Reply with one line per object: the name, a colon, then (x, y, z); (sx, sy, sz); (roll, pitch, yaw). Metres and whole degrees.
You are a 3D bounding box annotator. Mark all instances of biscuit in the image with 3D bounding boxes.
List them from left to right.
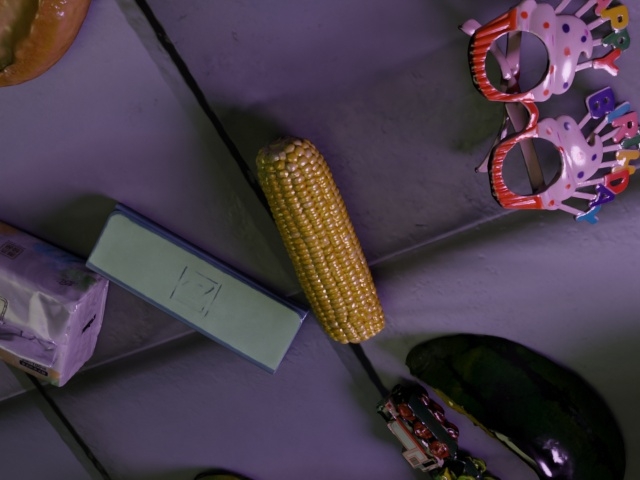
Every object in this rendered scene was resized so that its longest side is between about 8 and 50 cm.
biscuit: (-0.385, -0.303, 1.110); (0.296, 0.102, 0.296); (11, 121, 18)

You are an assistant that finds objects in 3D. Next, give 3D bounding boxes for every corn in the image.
corn: (0.000, 0.000, 1.145); (0.081, 0.081, 0.248); (-10, 116, 27)

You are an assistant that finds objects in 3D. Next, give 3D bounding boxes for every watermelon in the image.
watermelon: (0.238, 0.210, 1.186); (0.301, 0.123, 0.129); (39, 158, -5)

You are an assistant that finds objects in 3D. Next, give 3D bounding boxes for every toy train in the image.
toy train: (0.158, 0.274, 1.266); (0.085, 0.053, 0.250); (-30, 105, 39)

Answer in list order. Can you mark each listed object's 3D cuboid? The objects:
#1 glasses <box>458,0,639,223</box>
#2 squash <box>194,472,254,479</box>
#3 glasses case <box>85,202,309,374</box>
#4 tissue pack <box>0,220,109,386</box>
glasses: (0.221, -0.131, 0.991); (0.162, 0.095, 0.256); (-14, 115, -2)
squash: (-0.132, 0.414, 1.435); (0.170, 0.123, 0.170); (14, 127, 20)
glasses case: (-0.153, 0.064, 1.263); (0.266, 0.056, 0.105); (29, 127, 3)
tissue pack: (-0.409, 0.082, 1.323); (0.229, 0.145, 0.159); (26, 127, 7)
